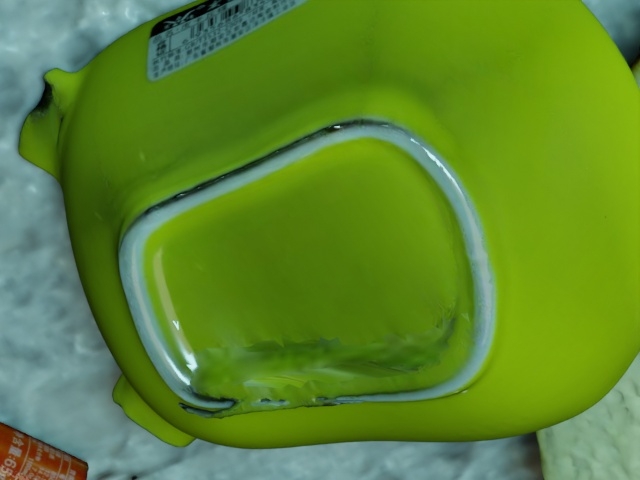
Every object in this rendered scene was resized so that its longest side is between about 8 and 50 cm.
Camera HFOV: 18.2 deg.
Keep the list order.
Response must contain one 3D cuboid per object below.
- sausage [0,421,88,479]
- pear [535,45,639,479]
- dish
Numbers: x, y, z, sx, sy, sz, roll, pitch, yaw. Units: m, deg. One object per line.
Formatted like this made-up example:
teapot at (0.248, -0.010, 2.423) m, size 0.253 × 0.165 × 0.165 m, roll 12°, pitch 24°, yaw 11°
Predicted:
sausage at (-0.168, 0.089, 0.897) m, size 0.129 × 0.034 × 0.034 m, roll 28°, pitch 110°, yaw -21°
pear at (0.265, 0.052, 0.818) m, size 0.191 × 0.340 × 0.386 m, roll -14°, pitch 119°, yaw -42°
dish at (0.000, 0.000, 0.785) m, size 0.262 × 0.108 × 0.221 m, roll -12°, pitch 104°, yaw 18°
